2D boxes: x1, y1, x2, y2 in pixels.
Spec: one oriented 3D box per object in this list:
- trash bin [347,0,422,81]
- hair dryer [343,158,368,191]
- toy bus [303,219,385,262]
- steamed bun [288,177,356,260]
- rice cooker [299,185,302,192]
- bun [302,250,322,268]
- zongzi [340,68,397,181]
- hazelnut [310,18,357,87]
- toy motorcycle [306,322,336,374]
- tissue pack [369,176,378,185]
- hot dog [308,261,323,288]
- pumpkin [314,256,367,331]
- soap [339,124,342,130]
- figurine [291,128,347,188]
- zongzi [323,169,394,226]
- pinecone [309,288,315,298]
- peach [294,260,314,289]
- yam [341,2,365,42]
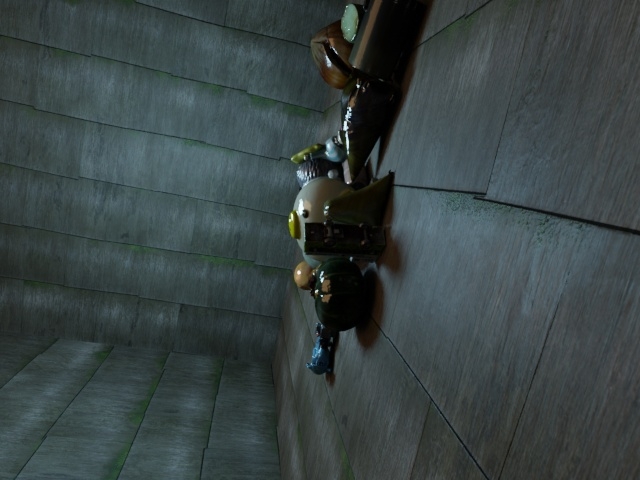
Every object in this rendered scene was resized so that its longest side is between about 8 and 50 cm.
[{"bbox_3d":[0.246,-0.818,1.664,0.203,0.252,0.301,-93,22,-58],"label":"trash bin"},{"bbox_3d":[0.152,-0.214,2.036,0.189,0.106,0.344,-93,8,-45],"label":"hair dryer"},{"bbox_3d":[0.084,0.004,1.577,0.139,0.301,0.113,104,167,-52],"label":"toy bus"},{"bbox_3d":[0.034,-0.089,1.851,0.334,0.334,0.374,-107,12,-68],"label":"steamed bun"},{"bbox_3d":[0.001,-0.325,2.456,0.267,0.267,0.224,-160,84,-79],"label":"rice cooker"},{"bbox_3d":[0.000,0.004,2.301,0.354,0.194,0.354,-169,90,-82],"label":"bun"},{"bbox_3d":[0.170,-0.531,1.890,0.403,0.207,0.432,-99,19,-57],"label":"zongzi"},{"bbox_3d":[0.128,-1.003,2.267,0.409,0.359,0.359,-95,16,-84],"label":"hazelnut"},{"bbox_3d":[0.007,0.518,1.987,0.182,0.123,0.272,-81,2,-86],"label":"toy motorcycle"},{"bbox_3d":[0.221,-0.215,1.765,0.063,0.035,0.083,-91,17,-48],"label":"tissue pack"},{"bbox_3d":[0.020,0.205,2.173,0.162,0.082,0.270,53,146,12],"label":"hot dog"},{"bbox_3d":[0.080,0.211,1.665,0.300,0.207,0.300,176,90,-84],"label":"pumpkin"},{"bbox_3d":[0.156,-0.536,2.269,0.162,0.099,0.250,-110,31,-56],"label":"soap"},{"bbox_3d":[0.067,-0.316,2.148,0.361,0.266,0.378,-23,87,43],"label":"figurine"},{"bbox_3d":[0.145,-0.174,1.620,0.115,0.228,0.256,-86,12,-67],"label":"zongzi"},{"bbox_3d":[-0.005,0.291,2.360,0.109,0.102,0.102,28,110,50],"label":"pinecone"},{"bbox_3d":[-0.080,0.221,2.592,0.184,0.184,0.184,-170,90,-80],"label":"peach"},{"bbox_3d":[0.233,-0.927,1.824,0.161,0.268,0.161,180,90,-67],"label":"yam"}]
